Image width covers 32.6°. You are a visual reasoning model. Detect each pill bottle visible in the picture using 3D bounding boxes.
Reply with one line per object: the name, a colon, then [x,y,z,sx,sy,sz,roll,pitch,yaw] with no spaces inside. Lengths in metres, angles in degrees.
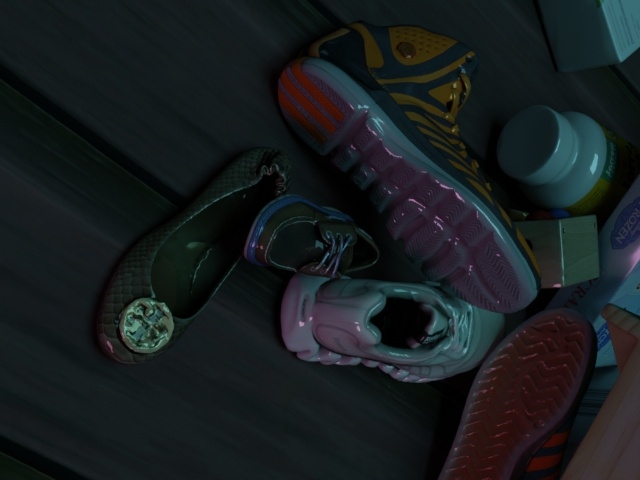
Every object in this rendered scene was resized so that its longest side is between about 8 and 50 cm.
pill bottle: [0.301,-0.080,1.267,0.208,0.117,0.118,22,75,-39]

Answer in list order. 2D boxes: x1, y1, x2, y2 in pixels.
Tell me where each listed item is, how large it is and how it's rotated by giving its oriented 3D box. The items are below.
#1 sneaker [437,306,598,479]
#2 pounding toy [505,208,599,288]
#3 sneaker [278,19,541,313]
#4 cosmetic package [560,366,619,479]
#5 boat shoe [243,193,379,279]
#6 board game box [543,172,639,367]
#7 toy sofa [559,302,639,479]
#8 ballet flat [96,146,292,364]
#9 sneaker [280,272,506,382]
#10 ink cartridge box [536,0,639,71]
sneaker: [0.213,0.213,1.173,0.121,0.108,0.302,22,97,-56]
pounding toy: [0.212,-0.002,1.192,0.130,0.141,0.100,-7,94,-56]
sneaker: [0.123,-0.091,1.052,0.321,0.124,0.180,49,54,-3]
cosmetic package: [0.369,0.355,1.299,0.197,0.155,0.366,-30,108,-42]
boat shoe: [0.000,0.000,0.985,0.183,0.066,0.066,-6,120,-61]
board game box: [0.438,0.012,1.303,0.318,0.066,0.319,2,128,-43]
toy sofa: [0.289,0.259,1.057,0.150,0.177,0.363,21,99,-52]
ballet flat: [-0.098,0.007,0.944,0.250,0.058,0.084,-50,120,-31]
sneaker: [0.100,0.088,1.086,0.292,0.118,0.110,8,82,-43]
ink cartridge box: [0.359,-0.321,1.341,0.212,0.093,0.154,-37,113,-38]
